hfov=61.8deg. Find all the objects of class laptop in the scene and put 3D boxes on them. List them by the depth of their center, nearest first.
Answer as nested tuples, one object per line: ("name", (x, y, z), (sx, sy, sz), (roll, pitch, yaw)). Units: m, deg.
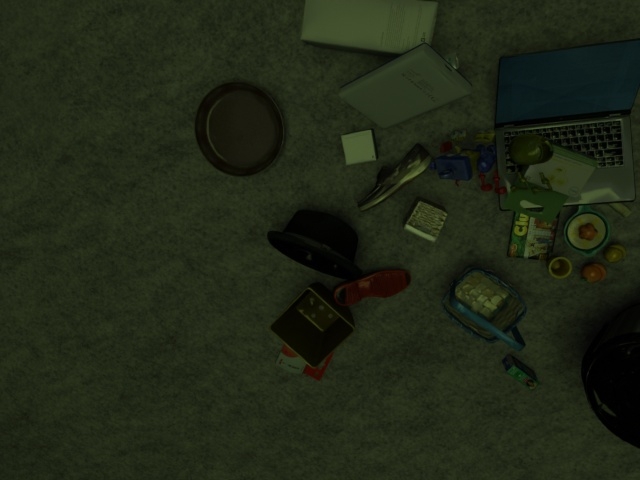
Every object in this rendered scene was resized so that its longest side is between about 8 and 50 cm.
("laptop", (0.701, -0.303, 1.504), (0.382, 0.236, 0.407), (-4, 90, 13))

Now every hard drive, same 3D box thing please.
("hard drive", (0.235, -0.428, 1.527), (0.210, 0.040, 0.319), (26, 155, -34))

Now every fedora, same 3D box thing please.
("fedora", (0.000, 0.000, 1.755), (0.334, 0.334, 0.152), (23, 75, 4))

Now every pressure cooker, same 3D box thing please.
("pressure cooker", (1.008, 0.374, 1.564), (0.375, 0.420, 0.369), (46, 131, 19))

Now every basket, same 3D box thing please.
("basket", (0.503, 0.204, 1.663), (0.255, 0.289, 0.201), (35, 114, -3))
("basket", (0.330, -0.071, 1.689), (0.113, 0.167, 0.103), (24, 102, 3))

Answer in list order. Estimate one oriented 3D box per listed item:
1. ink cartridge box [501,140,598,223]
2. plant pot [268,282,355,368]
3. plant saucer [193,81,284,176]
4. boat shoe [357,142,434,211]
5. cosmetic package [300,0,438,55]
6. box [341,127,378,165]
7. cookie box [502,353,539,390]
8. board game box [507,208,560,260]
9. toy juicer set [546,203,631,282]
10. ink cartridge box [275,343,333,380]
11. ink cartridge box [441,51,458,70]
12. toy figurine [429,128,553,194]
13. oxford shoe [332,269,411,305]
("ink cartridge box", (0.659, -0.161, 1.552), (0.171, 0.056, 0.235), (19, 119, -1))
("plant pot", (-0.015, 0.265, 1.834), (0.212, 0.187, 0.212), (42, 108, -3))
("plant saucer", (-0.267, -0.367, 1.781), (0.311, 0.050, 0.310), (3, 105, 10))
("boat shoe", (0.226, -0.199, 1.709), (0.285, 0.103, 0.092), (-36, 91, 14))
("cosmetic package", (0.144, -0.622, 1.555), (0.366, 0.197, 0.155), (11, 107, 6))
("box", (0.125, -0.297, 1.703), (0.101, 0.087, 0.101), (-8, 104, 13))
("cookie box", (0.672, 0.442, 1.801), (0.107, 0.092, 0.040), (36, 106, 0))
("board game box", (0.680, -0.066, 1.693), (0.136, 0.030, 0.259), (6, 106, 11))
("toy juicer set", (0.844, -0.017, 1.628), (0.209, 0.089, 0.328), (19, 101, 4))
("ink cartridge box", (-0.060, 0.432, 1.966), (0.179, 0.045, 0.145), (27, 109, 5))
("ink cartridge box", (0.287, -0.480, 1.571), (0.225, 0.181, 0.056), (-12, 92, 14))
("toy figurine", (0.437, -0.194, 1.513), (0.363, 0.217, 0.191), (17, 125, 51))
("oxford shoe", (0.170, 0.145, 1.821), (0.272, 0.098, 0.096), (-11, 104, -6))
